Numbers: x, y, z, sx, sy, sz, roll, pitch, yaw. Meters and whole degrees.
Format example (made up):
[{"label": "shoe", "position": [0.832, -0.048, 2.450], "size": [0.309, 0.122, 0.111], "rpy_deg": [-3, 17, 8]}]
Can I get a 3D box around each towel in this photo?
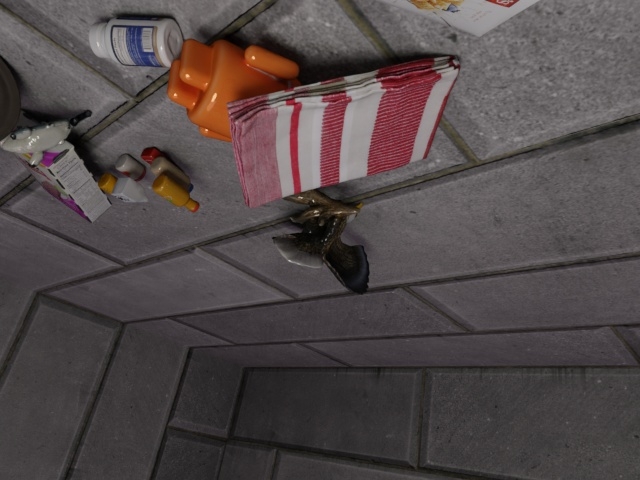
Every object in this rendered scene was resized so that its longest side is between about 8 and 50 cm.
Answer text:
[{"label": "towel", "position": [0.034, -0.151, 0.723], "size": [0.328, 0.037, 0.237], "rpy_deg": [-16, 156, -9]}]

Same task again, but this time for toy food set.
[{"label": "toy food set", "position": [-0.358, -0.121, 1.023], "size": [0.232, 0.111, 0.104], "rpy_deg": [2, 155, 34]}]

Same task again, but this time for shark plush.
[{"label": "shark plush", "position": [-0.508, -0.210, 0.882], "size": [0.067, 0.161, 0.073], "rpy_deg": [39, 163, 34]}]

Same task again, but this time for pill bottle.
[{"label": "pill bottle", "position": [-0.268, -0.289, 0.697], "size": [0.120, 0.067, 0.067], "rpy_deg": [6, 154, 10]}]

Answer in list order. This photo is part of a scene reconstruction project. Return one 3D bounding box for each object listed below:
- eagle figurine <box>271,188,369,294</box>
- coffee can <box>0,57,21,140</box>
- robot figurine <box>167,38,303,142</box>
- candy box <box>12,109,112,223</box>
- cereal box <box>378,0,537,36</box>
[{"label": "eagle figurine", "position": [0.010, -0.004, 1.033], "size": [0.225, 0.226, 0.298], "rpy_deg": [-8, 150, -7]}, {"label": "coffee can", "position": [-0.696, -0.231, 0.832], "size": [0.275, 0.202, 0.201], "rpy_deg": [-7, 149, 33]}, {"label": "robot figurine", "position": [-0.112, -0.210, 0.713], "size": [0.219, 0.158, 0.128], "rpy_deg": [17, -162, -33]}, {"label": "candy box", "position": [-0.566, -0.151, 1.030], "size": [0.159, 0.071, 0.233], "rpy_deg": [32, 156, 12]}, {"label": "cereal box", "position": [0.096, -0.285, 0.488], "size": [0.240, 0.047, 0.173], "rpy_deg": [16, -172, -7]}]
